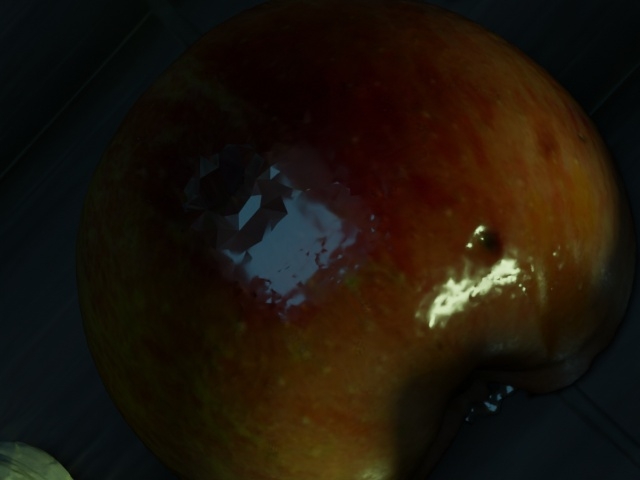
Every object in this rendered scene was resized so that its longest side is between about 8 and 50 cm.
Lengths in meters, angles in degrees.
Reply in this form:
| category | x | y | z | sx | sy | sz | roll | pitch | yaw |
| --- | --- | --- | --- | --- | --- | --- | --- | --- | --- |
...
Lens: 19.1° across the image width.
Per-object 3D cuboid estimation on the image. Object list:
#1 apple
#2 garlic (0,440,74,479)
| category | x | y | z | sx | sy | sz | roll | pitch | yaw |
| --- | --- | --- | --- | --- | --- | --- | --- | --- | --- |
| apple | 0.000 | 0.000 | 0.963 | 0.293 | 0.163 | 0.251 | -47 | 65 | 3 |
| garlic | -0.179 | 0.158 | 1.027 | 0.094 | 0.074 | 0.113 | -3 | 58 | 28 |
